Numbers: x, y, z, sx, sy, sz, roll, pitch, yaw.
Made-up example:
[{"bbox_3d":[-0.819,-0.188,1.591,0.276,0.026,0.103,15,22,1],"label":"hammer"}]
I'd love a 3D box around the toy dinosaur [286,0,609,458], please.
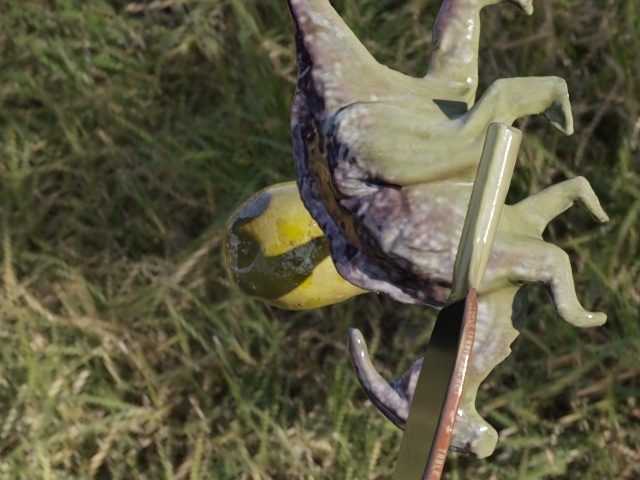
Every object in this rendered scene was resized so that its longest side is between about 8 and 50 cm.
[{"bbox_3d":[0.068,-0.030,0.738,0.162,0.077,0.294,-18,75,10],"label":"toy dinosaur"}]

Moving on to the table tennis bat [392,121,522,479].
[{"bbox_3d":[0.045,0.034,0.463,0.013,0.087,0.156,16,84,1],"label":"table tennis bat"}]

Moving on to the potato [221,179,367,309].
[{"bbox_3d":[0.000,0.000,0.915,0.138,0.091,0.070,-14,5,-1],"label":"potato"}]
